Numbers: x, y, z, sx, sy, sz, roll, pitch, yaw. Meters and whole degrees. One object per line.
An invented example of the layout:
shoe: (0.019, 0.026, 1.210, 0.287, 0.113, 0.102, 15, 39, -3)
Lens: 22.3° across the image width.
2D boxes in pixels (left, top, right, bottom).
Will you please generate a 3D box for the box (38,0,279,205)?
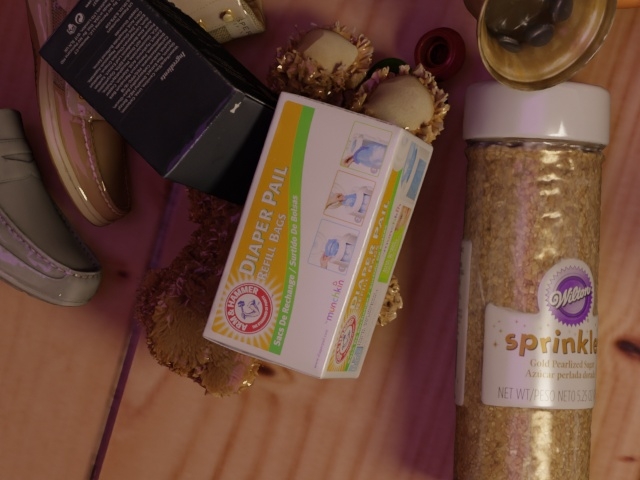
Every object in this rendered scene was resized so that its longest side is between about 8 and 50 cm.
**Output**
box: (-0.115, -0.120, 1.297, 0.158, 0.156, 0.093, 44, 99, 20)

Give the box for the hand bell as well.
hand bell: (0.124, -0.230, 1.332, 0.126, 0.126, 0.242, -51, 40, 8)

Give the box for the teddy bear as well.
teddy bear: (-0.023, -0.025, 1.397, 0.245, 0.113, 0.338, 16, 90, 19)

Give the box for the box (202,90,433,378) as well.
box: (0.000, 0.000, 1.273, 0.103, 0.114, 0.203, 18, 91, 17)

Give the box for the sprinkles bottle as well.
sprinkles bottle: (0.172, 0.047, 1.343, 0.121, 0.121, 0.355, 2, 90, 14)

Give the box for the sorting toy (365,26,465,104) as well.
sorting toy: (0.090, -0.140, 1.412, 0.102, 0.042, 0.061, -33, 66, 23)

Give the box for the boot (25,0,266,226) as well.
boot: (-0.146, -0.156, 1.441, 0.203, 0.095, 0.262, -11, 83, 12)

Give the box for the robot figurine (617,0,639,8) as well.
robot figurine: (0.247, -0.286, 1.325, 0.158, 0.128, 0.219, -2, 89, 14)

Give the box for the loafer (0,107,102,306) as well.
loafer: (-0.308, -0.070, 1.467, 0.319, 0.112, 0.111, 44, 107, 11)
